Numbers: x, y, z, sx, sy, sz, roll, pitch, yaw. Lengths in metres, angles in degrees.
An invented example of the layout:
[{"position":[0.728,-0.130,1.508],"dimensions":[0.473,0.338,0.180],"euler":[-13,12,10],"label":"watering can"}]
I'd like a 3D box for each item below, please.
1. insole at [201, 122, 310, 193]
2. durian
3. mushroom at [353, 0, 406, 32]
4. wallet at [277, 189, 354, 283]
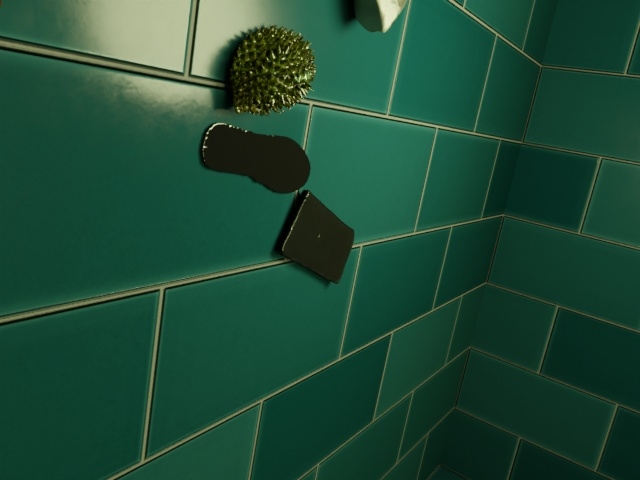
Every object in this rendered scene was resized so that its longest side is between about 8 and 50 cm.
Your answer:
[{"position":[-0.106,-0.150,1.031],"dimensions":[0.322,0.007,0.109],"euler":[4,100,-58],"label":"insole"},{"position":[-0.060,-0.293,0.950],"dimensions":[0.220,0.095,0.137],"euler":[-40,138,-50],"label":"durian"},{"position":[0.155,-0.537,1.156],"dimensions":[0.270,0.103,0.118],"euler":[-54,144,-37],"label":"mushroom"},{"position":[0.001,0.000,1.258],"dimensions":[0.285,0.030,0.146],"euler":[35,73,-59],"label":"wallet"}]
